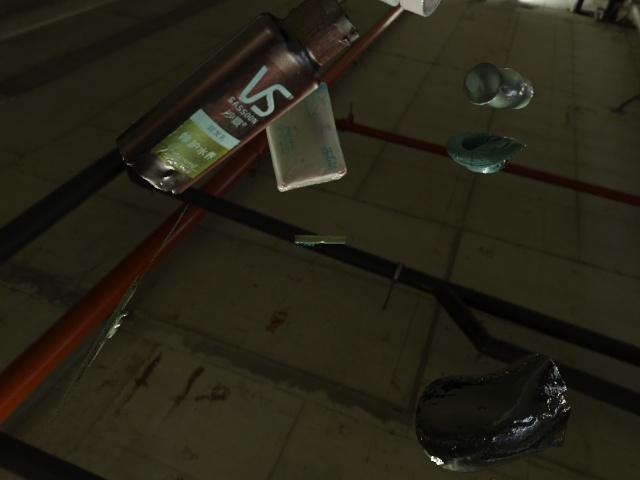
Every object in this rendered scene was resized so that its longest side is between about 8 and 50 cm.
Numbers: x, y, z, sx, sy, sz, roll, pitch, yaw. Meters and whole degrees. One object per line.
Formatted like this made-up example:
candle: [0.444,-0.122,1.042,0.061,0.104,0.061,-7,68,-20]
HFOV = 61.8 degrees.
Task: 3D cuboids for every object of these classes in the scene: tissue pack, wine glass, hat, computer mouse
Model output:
tissue pack: [-0.052,-0.292,1.515,0.201,0.271,0.124,-13,180,-2]
wine glass: [0.413,-0.347,1.222,0.093,0.093,0.202,37,-152,33]
hat: [0.394,-0.204,1.282,0.138,0.078,0.191,-29,-144,-28]
computer mouse: [0.271,0.257,0.779,0.264,0.088,0.147,-10,-94,-23]

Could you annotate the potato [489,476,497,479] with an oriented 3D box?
potato: [0.429,0.653,1.356,0.037,0.036,0.093,36,-131,7]

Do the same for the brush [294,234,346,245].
brush: [0.000,0.000,0.857,0.083,0.013,0.016,-1,-136,7]

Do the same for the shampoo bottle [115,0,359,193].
shampoo bottle: [-0.101,-0.186,0.676,0.323,0.129,0.084,-33,-126,15]

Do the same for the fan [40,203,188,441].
fan: [-0.246,0.099,0.641,0.012,0.415,0.233,30,-142,-18]

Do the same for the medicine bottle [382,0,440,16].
medicine bottle: [0.075,-0.494,0.928,0.296,0.111,0.161,29,-173,16]
